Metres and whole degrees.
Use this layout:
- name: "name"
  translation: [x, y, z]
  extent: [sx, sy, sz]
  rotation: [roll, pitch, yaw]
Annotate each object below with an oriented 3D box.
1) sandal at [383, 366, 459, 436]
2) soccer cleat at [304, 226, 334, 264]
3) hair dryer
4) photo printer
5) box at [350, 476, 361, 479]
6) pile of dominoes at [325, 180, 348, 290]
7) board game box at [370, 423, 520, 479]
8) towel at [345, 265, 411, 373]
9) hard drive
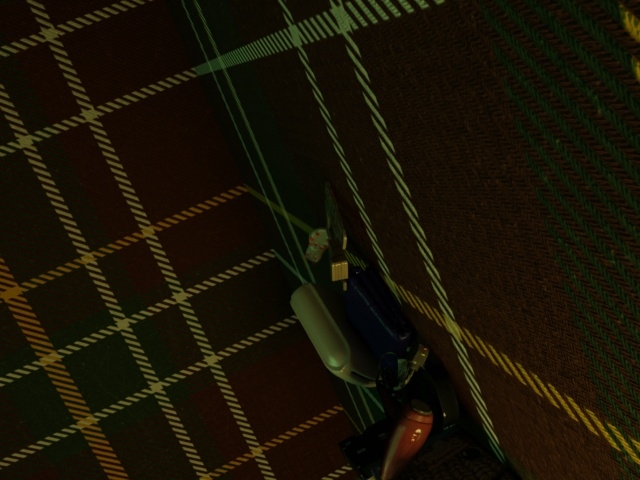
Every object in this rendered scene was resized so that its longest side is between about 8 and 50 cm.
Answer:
- name: "sandal"
  translation: [0.215, 0.390, 1.593]
  extent: [0.445, 0.107, 0.167]
  rotation: [100, 156, -68]
- name: "soccer cleat"
  translation: [0.000, 0.000, 1.935]
  extent: [0.068, 0.076, 0.196]
  rotation: [30, 150, 2]
- name: "hair dryer"
  translation: [0.179, 0.377, 1.454]
  extent: [0.223, 0.080, 0.293]
  rotation: [129, 155, -65]
- name: "photo printer"
  translation: [0.067, 0.278, 1.891]
  extent: [0.256, 0.107, 0.307]
  rotation: [30, -159, -50]
- name: "box"
  translation: [0.211, 0.756, 2.007]
  extent: [0.142, 0.300, 0.154]
  rotation: [64, 169, 5]
- name: "pile of dominoes"
  translation: [0.023, -0.015, 1.634]
  extent: [0.251, 0.040, 0.196]
  rotation: [-106, 9, -48]
- name: "board game box"
  translation: [0.276, 0.550, 1.400]
  extent: [0.141, 0.232, 0.291]
  rotation: [68, 169, -13]
- name: "towel"
  translation: [0.149, 0.204, 1.677]
  extent: [0.227, 0.076, 0.308]
  rotation: [52, 165, 23]
- name: "hard drive"
  translation: [0.196, 0.575, 1.838]
  extent: [0.064, 0.237, 0.339]
  rotation: [64, 169, -2]
